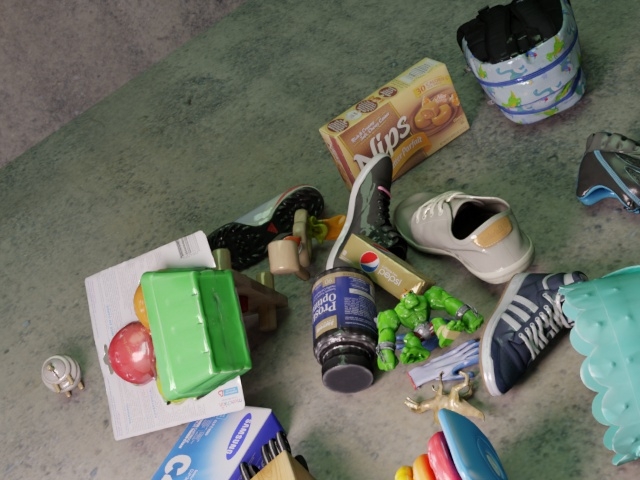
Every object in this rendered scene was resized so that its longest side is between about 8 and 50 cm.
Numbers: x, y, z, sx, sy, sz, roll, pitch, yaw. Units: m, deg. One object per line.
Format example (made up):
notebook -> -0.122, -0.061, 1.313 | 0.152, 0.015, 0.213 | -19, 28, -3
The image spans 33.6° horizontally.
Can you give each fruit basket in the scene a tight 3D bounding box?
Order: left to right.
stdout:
fruit basket -> -0.291, 0.183, 1.964 | 0.165, 0.327, 0.353 | -3, -14, -46

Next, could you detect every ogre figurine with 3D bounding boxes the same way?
ogre figurine -> 0.177, 0.150, 1.894 | 0.197, 0.097, 0.118 | -38, 48, 7

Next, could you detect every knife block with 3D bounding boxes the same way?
knife block -> -0.044, 0.393, 1.674 | 0.276, 0.088, 0.242 | -25, 26, 45

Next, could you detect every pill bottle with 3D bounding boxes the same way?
pill bottle -> 0.046, 0.166, 1.957 | 0.123, 0.123, 0.219 | -17, 46, 16

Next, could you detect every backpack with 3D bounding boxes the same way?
backpack -> 0.472, -0.422, 2.419 | 0.290, 0.273, 0.355 | -19, 11, 9

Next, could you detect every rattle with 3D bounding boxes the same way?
rattle -> 0.000, 0.000, 2.235 | 0.143, 0.130, 0.200 | 13, 0, 3

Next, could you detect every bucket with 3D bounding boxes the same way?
bucket -> 0.470, 0.169, 1.529 | 0.183, 0.281, 0.281 | -17, 33, 8

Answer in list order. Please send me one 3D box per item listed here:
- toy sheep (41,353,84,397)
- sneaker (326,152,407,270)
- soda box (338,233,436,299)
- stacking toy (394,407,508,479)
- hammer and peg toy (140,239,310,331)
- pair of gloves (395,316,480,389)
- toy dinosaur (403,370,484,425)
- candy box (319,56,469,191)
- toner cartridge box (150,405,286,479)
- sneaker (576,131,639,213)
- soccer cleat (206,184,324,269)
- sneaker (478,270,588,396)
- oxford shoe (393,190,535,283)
toy sheep -> -0.552, 0.284, 2.259 | 0.091, 0.132, 0.091 | -1, 70, 4
sneaker -> 0.129, -0.037, 2.176 | 0.147, 0.104, 0.295 | 11, 74, 37
soda box -> 0.128, 0.057, 2.040 | 0.181, 0.061, 0.058 | 34, 102, 25
stacking toy -> 0.130, 0.406, 1.564 | 0.302, 0.175, 0.165 | -34, 32, 12
hammer and peg toy -> -0.177, 0.113, 2.115 | 0.361, 0.266, 0.127 | -13, 69, 21
pair of gloves -> 0.219, 0.192, 1.904 | 0.159, 0.023, 0.198 | -24, 31, 5
toy dinosaur -> 0.227, 0.270, 1.774 | 0.183, 0.053, 0.092 | 0, 56, 48
candy box -> 0.173, -0.257, 2.431 | 0.316, 0.183, 0.087 | -34, 32, -11
toner cartridge box -> -0.213, 0.435, 1.824 | 0.165, 0.075, 0.348 | 0, 41, 35
sneaker -> 0.635, -0.103, 1.963 | 0.341, 0.125, 0.139 | 15, 78, 44
soccer cleat -> -0.136, -0.028, 2.431 | 0.318, 0.108, 0.116 | -31, 10, 0
sneaker -> 0.371, 0.147, 1.782 | 0.153, 0.099, 0.282 | -6, 34, 33
oxford shoe -> 0.265, -0.044, 2.088 | 0.169, 0.130, 0.449 | -37, 24, -8
